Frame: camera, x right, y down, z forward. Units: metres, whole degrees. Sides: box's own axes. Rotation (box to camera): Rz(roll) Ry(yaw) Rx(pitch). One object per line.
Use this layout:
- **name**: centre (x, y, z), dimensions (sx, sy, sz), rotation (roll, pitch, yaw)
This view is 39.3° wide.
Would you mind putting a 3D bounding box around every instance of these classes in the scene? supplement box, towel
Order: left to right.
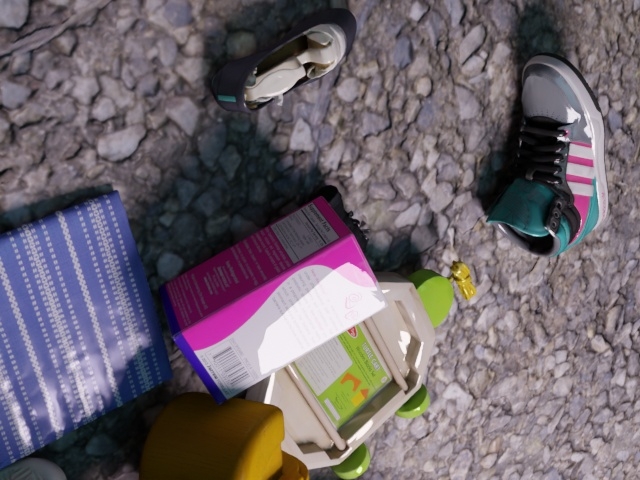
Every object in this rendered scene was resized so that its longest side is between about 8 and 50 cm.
- **towel**: centre (-0.330, 0.114, 0.922), dimensions (0.336, 0.040, 0.243), rotation (-25, 117, -28)
- **supplement box**: centre (-0.054, 0.064, 1.006), dimensions (0.220, 0.114, 0.111), rotation (-29, 122, -3)

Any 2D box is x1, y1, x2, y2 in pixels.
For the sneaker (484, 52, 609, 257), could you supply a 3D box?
- **sneaker**: centre (0.296, -0.091, 1.229), dimensions (0.178, 0.124, 0.295), rotation (-42, 126, -27)

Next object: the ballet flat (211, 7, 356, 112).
- **ballet flat**: centre (-0.025, -0.197, 0.996), dimensions (0.203, 0.074, 0.074), rotation (-32, 122, -22)

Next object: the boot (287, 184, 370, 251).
- **boot**: centre (-0.001, 0.000, 1.101), dimensions (0.121, 0.045, 0.099), rotation (-42, 131, -14)

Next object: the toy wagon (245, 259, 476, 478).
- **toy wagon**: centre (0.062, 0.146, 1.167), dimensions (0.344, 0.068, 0.267), rotation (-41, 131, -16)

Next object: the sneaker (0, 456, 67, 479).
- **sneaker**: centre (-0.340, 0.407, 0.973), dimensions (0.148, 0.131, 0.349), rotation (38, 69, -69)

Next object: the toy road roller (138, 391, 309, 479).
- **toy road roller**: centre (-0.137, 0.310, 0.965), dimensions (0.329, 0.203, 0.240), rotation (-27, 116, -60)
